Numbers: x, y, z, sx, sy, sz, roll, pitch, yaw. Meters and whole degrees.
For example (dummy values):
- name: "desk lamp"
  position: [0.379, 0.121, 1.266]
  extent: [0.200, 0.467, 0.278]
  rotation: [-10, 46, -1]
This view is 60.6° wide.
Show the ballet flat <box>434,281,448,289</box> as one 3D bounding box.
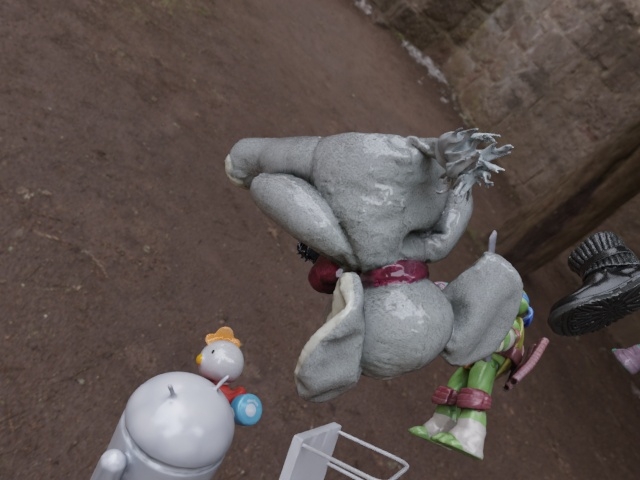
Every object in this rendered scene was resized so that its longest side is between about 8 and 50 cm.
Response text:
- name: "ballet flat"
  position: [0.251, 0.189, 1.335]
  extent: [0.077, 0.222, 0.079]
  rotation: [43, 28, 27]

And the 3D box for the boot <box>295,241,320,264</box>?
- name: "boot"
  position: [0.000, 0.000, 1.172]
  extent: [0.045, 0.121, 0.099]
  rotation: [17, -18, 35]

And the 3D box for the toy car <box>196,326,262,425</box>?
- name: "toy car"
  position: [-0.267, 0.326, 1.338]
  extent: [0.210, 0.219, 0.238]
  rotation: [19, 63, -35]

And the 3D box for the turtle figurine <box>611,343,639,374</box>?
- name: "turtle figurine"
  position: [0.507, 0.113, 0.694]
  extent: [0.118, 0.234, 0.175]
  rotation: [29, 22, -42]

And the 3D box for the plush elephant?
- name: "plush elephant"
  position: [0.061, 0.025, 0.581]
  extent: [0.271, 0.256, 0.330]
  rotation: [4, 4, -25]

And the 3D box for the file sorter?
- name: "file sorter"
  position: [0.017, 0.495, 0.954]
  extent: [0.173, 0.278, 0.193]
  rotation: [18, -3, 25]

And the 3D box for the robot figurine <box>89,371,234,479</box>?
- name: "robot figurine"
  position: [-0.284, 0.389, 1.006]
  extent: [0.199, 0.354, 0.299]
  rotation: [36, 21, 24]

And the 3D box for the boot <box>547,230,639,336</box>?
- name: "boot"
  position: [0.787, 0.125, 1.616]
  extent: [0.260, 0.347, 0.131]
  rotation: [-110, 178, -56]

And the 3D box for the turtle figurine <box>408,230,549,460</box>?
- name: "turtle figurine"
  position: [0.191, 0.156, 0.801]
  extent: [0.274, 0.197, 0.266]
  rotation: [38, 68, -39]
